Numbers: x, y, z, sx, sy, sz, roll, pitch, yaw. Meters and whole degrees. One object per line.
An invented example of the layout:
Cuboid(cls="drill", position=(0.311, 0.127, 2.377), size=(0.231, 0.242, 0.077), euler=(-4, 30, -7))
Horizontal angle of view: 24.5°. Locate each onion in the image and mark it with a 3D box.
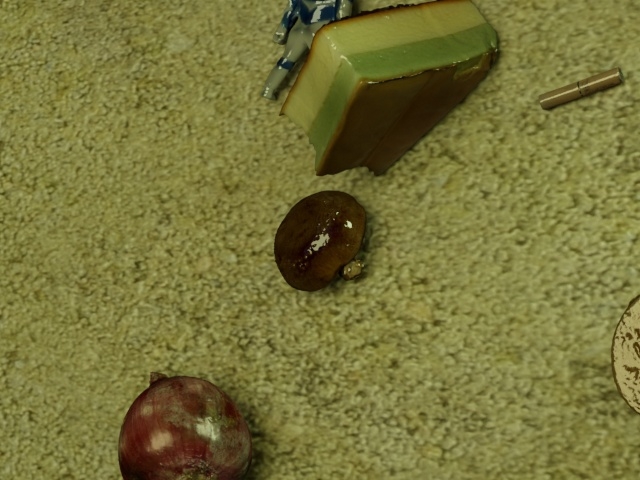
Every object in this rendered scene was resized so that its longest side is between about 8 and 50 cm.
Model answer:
Cuboid(cls="onion", position=(-0.164, 0.219, 1.714), size=(0.159, 0.159, 0.195), euler=(-40, 42, 17))

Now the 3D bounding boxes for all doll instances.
Cuboid(cls="doll", position=(0.000, -0.270, 1.774), size=(0.114, 0.057, 0.227), euler=(19, 98, 38))

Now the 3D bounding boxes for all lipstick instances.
Cuboid(cls="lipstick", position=(0.283, -0.165, 1.608), size=(0.094, 0.019, 0.019), euler=(-19, 71, 25))

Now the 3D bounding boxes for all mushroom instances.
Cuboid(cls="mushroom", position=(0.000, 0.000, 1.710), size=(0.127, 0.087, 0.127), euler=(-27, 45, 30))

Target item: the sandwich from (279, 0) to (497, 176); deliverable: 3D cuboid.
Cuboid(cls="sandwich", position=(0.079, -0.171, 1.681), size=(0.108, 0.220, 0.186), euler=(56, 144, 24))

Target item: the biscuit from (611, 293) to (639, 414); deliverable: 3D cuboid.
Cuboid(cls="biscuit", position=(0.377, 0.124, 1.477), size=(0.170, 0.050, 0.170), euler=(-2, 87, 27))
